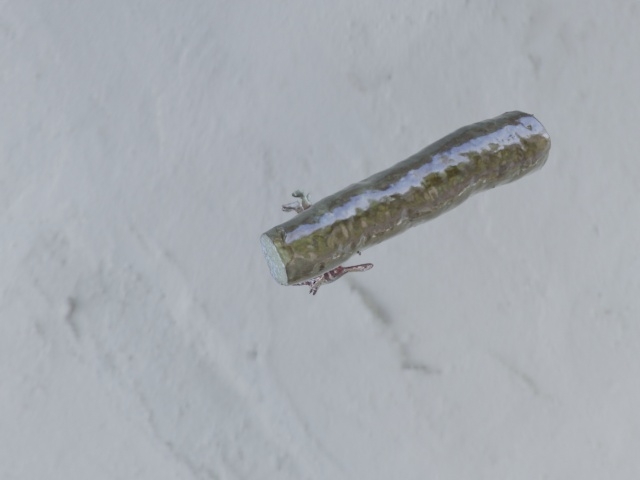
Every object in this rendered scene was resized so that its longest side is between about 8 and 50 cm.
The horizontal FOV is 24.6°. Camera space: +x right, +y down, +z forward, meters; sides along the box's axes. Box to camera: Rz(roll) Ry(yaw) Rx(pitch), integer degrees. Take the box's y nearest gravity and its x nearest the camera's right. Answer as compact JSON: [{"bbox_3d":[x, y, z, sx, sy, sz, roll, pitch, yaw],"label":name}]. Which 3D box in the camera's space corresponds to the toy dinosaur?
[{"bbox_3d":[0.001,-0.001,1.492,0.220,0.032,0.108,-43,-112,56],"label":"toy dinosaur"}]

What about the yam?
[{"bbox_3d":[0.070,-0.036,1.164,0.274,0.061,0.061,-26,-57,-28],"label":"yam"}]
